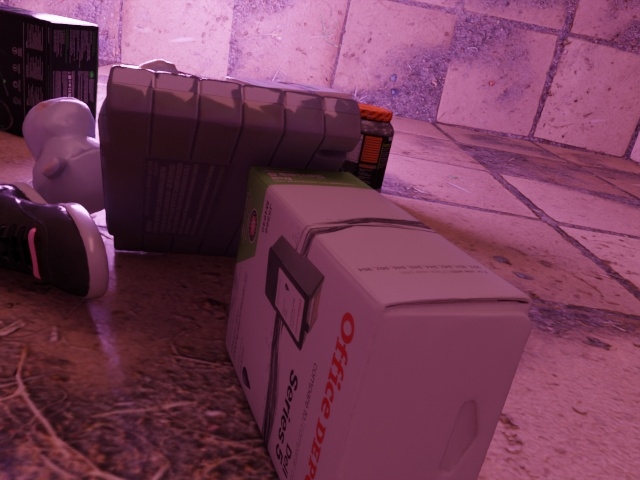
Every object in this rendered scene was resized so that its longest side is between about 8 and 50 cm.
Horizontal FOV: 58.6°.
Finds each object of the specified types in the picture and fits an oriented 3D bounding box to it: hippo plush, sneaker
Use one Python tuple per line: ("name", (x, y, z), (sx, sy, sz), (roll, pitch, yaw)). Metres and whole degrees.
("hippo plush", (-0.301, -0.105, 0.850), (0.237, 0.234, 0.294), (-19, 75, -24))
("sneaker", (-0.345, 0.005, 0.606), (0.296, 0.104, 0.147), (21, 23, 40))

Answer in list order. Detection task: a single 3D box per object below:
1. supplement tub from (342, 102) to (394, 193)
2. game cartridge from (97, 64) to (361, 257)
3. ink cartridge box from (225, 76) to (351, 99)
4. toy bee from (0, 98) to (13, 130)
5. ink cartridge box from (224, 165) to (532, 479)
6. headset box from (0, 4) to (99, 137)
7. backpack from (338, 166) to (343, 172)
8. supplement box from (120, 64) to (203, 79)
("supplement tub", (0.090, -0.190, 1.219), (0.117, 0.190, 0.117), (11, 20, -4))
("game cartridge", (-0.124, -0.062, 0.643), (0.230, 0.068, 0.355), (8, -22, -16))
("ink cartridge box", (-0.076, -0.233, 1.230), (0.117, 0.201, 0.278), (27, 25, 35))
("toy bee", (-0.774, -0.265, 1.058), (0.162, 0.298, 0.195), (-9, 47, 28))
("ink cartridge box", (0.015, 0.072, 0.467), (0.115, 0.198, 0.273), (2, 22, -24))
("headset box", (-0.629, -0.357, 1.207), (0.283, 0.246, 0.131), (17, 22, 18))
("backpack", (-0.039, -0.123, 1.037), (0.117, 0.158, 0.173), (-24, 22, -29))
("supplement box", (-0.274, -0.212, 1.077), (0.191, 0.194, 0.129), (24, 23, 31))
